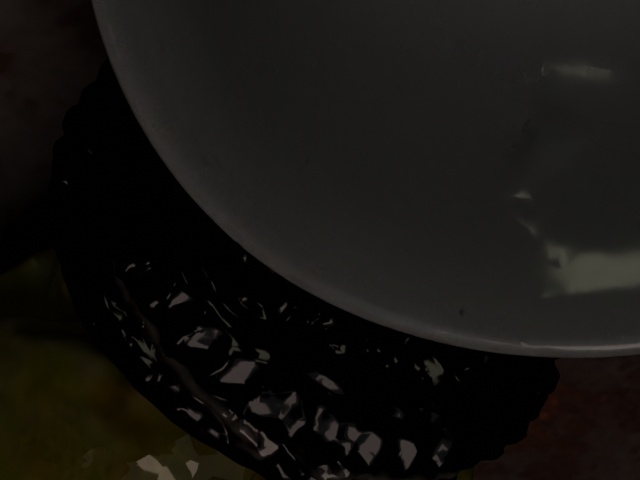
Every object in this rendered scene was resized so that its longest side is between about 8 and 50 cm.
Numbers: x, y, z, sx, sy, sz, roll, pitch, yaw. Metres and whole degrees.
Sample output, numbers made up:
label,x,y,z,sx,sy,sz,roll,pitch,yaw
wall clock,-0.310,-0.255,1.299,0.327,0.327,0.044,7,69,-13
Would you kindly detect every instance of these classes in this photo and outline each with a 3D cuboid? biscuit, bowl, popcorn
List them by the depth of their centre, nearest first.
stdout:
label,x,y,z,sx,sy,sz,roll,pitch,yaw
bowl,0.097,-0.139,0.469,0.345,0.157,0.345,-6,128,-7
biscuit,0.000,0.000,0.542,0.194,0.194,0.053,21,138,-26
popcorn,-0.052,0.093,0.614,0.204,0.184,0.221,-37,127,27
